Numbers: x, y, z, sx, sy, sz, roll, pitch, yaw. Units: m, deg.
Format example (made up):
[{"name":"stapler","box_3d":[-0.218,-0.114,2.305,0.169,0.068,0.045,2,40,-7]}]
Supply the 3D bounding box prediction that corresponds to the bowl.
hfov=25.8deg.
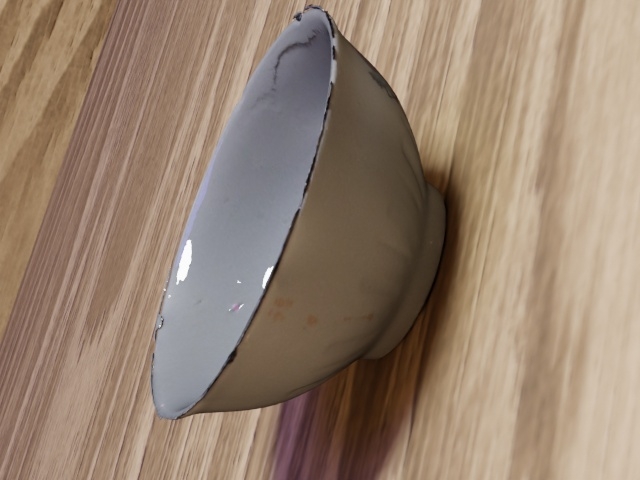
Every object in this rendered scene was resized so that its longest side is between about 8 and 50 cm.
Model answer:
[{"name":"bowl","box_3d":[0.000,0.000,0.611,0.189,0.086,0.189,-160,90,-73]}]
